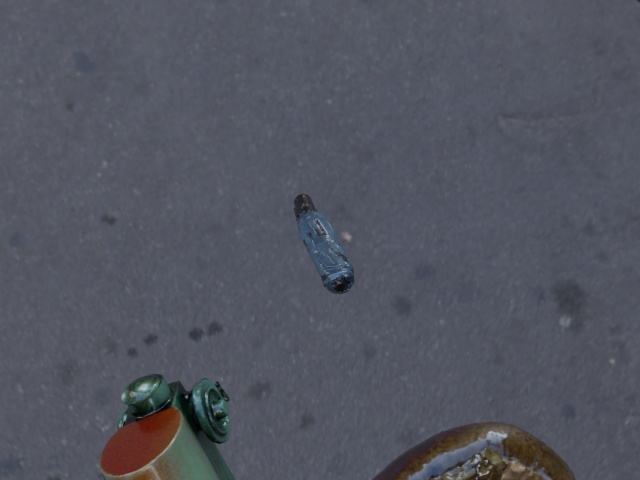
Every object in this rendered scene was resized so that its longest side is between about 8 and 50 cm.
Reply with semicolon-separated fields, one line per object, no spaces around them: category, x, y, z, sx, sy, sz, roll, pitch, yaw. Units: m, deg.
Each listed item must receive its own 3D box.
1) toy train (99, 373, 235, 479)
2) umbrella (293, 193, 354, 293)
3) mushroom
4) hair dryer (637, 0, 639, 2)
toy train;-0.112;0.266;0.948;0.116;0.286;0.177;-20;22;9
umbrella;0.001;-0.002;1.619;0.052;0.053;0.250;25;25;-31
mushroom;0.225;0.409;1.385;0.331;0.356;0.334;-30;97;-22
hair dryer;0.248;-0.249;0.858;0.128;0.070;0.255;37;29;9
